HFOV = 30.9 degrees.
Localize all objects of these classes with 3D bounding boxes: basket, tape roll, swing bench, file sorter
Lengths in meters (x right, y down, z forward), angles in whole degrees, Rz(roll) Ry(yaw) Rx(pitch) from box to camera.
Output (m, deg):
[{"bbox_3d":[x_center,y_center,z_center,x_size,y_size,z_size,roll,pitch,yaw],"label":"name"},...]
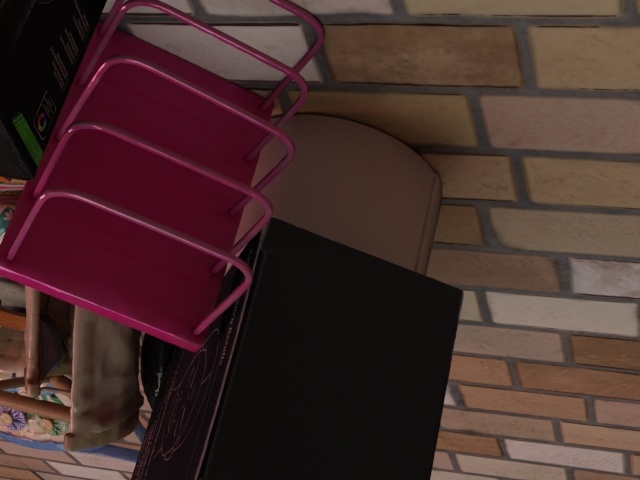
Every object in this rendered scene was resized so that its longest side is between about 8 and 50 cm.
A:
[{"bbox_3d":[-0.424,0.262,1.909,0.255,0.201,0.289,2,140,20],"label":"basket"},{"bbox_3d":[0.000,0.000,1.269,0.246,0.169,0.246,11,151,6],"label":"tape roll"},{"bbox_3d":[-0.300,0.082,1.372,0.255,0.253,0.165,14,-168,38],"label":"swing bench"},{"bbox_3d":[-0.135,-0.089,1.051,0.202,0.290,0.182,24,148,-16],"label":"file sorter"}]

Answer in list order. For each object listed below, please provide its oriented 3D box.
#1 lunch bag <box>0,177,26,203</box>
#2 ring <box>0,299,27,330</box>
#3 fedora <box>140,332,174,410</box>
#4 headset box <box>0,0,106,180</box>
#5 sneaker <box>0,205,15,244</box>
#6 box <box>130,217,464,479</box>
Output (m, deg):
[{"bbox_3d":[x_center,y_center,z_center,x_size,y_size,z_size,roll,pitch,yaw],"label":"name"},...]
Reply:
[{"bbox_3d":[-0.344,-0.098,1.208,0.258,0.120,0.293,-11,171,41],"label":"lunch bag"},{"bbox_3d":[-0.385,0.068,1.658,0.336,0.032,0.336,2,155,1],"label":"ring"},{"bbox_3d":[-0.090,0.129,1.521,0.334,0.334,0.152,34,-179,-31],"label":"fedora"},{"bbox_3d":[-0.274,-0.217,0.890,0.131,0.283,0.246,9,151,11],"label":"headset box"},{"bbox_3d":[-0.372,-0.014,1.259,0.161,0.057,0.075,1,136,36],"label":"sneaker"},{"bbox_3d":[-0.050,0.207,1.179,0.212,0.293,0.395,21,152,-11],"label":"box"}]
